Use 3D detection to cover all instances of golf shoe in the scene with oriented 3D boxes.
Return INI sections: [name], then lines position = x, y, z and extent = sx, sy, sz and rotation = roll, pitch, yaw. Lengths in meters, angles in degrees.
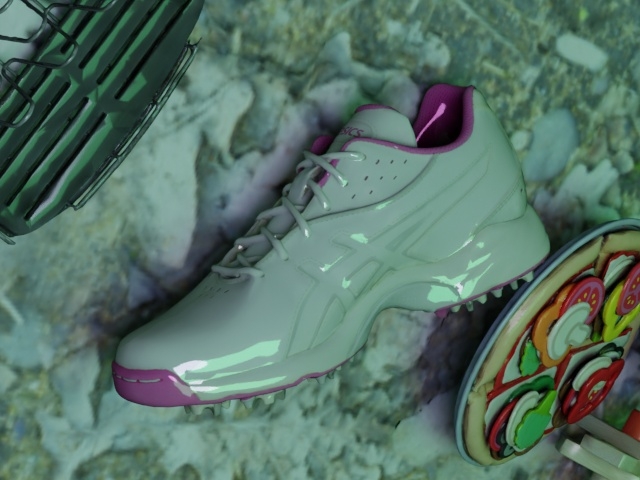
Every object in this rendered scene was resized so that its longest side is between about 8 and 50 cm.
[golf shoe]
position = 0.000, 0.000, 0.973
extent = 0.306, 0.115, 0.140
rotation = -24, 110, -34

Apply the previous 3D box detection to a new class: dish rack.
[dish rack]
position = -0.173, -0.127, 0.819
extent = 0.271, 0.074, 0.208
rotation = 41, 82, -37

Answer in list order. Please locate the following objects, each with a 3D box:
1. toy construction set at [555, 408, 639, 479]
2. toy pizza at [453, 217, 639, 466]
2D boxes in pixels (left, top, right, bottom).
[toy construction set]
position = 0.218, 0.289, 1.160
extent = 0.151, 0.215, 0.328
rotation = 13, 96, -19
[toy pizza]
position = 0.167, 0.075, 1.106
extent = 0.201, 0.032, 0.201
rotation = -34, 145, -28
